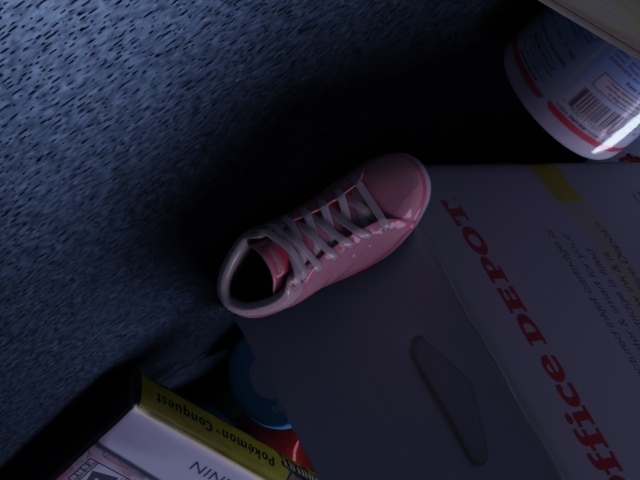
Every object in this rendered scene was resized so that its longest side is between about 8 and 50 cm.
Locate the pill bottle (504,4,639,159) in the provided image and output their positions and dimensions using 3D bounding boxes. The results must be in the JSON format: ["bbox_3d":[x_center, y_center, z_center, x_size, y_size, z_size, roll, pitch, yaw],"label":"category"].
[{"bbox_3d":[0.177,-0.121,1.032,0.160,0.087,0.087,-42,167,30],"label":"pill bottle"}]

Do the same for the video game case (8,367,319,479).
[{"bbox_3d":[-0.109,0.224,1.290,0.275,0.248,0.035,-42,-149,27],"label":"video game case"}]

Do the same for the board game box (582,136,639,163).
[{"bbox_3d":[0.248,-0.043,1.641,0.305,0.053,0.193,-41,169,21],"label":"board game box"}]

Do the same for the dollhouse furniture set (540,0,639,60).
[{"bbox_3d":[0.134,-0.188,0.624,0.242,0.161,0.212,-57,173,-11],"label":"dollhouse furniture set"}]

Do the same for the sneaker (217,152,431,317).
[{"bbox_3d":[0.000,0.000,1.083,0.134,0.051,0.070,-34,174,10],"label":"sneaker"}]

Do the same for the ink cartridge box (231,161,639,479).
[{"bbox_3d":[0.169,0.102,1.265,0.385,0.279,0.160,-2,146,-50],"label":"ink cartridge box"}]

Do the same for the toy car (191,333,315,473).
[{"bbox_3d":[0.038,0.167,1.397,0.210,0.238,0.219,-43,166,31],"label":"toy car"}]
